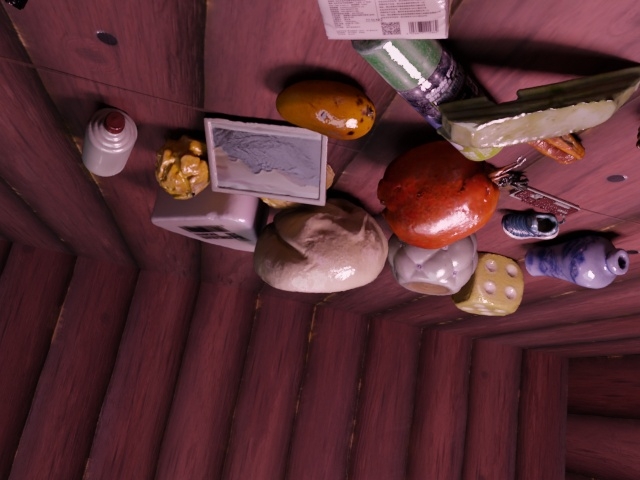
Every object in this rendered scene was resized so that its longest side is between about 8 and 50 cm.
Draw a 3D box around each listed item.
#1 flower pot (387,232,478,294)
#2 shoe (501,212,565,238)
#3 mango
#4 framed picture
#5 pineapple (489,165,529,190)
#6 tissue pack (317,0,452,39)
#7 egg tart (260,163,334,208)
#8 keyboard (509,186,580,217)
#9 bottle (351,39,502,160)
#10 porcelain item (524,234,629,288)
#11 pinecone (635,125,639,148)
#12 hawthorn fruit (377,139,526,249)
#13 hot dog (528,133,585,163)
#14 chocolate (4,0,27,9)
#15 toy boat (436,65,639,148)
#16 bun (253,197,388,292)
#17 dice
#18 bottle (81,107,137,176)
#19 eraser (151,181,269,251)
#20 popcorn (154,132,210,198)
[{"bbox_3d":[0.301,0.037,1.435,0.246,0.195,0.246,9,164,3],"label":"flower pot"},{"bbox_3d":[0.513,-0.039,1.292,0.142,0.064,0.071,6,164,3],"label":"shoe"},{"bbox_3d":[0.007,-0.230,0.924,0.178,0.090,0.115,17,171,4],"label":"mango"},{"bbox_3d":[-0.116,-0.170,1.143,0.265,0.018,0.192,8,131,8],"label":"framed picture"},{"bbox_3d":[0.376,-0.122,1.114,0.124,0.058,0.058,12,163,-7],"label":"pineapple"},{"bbox_3d":[0.077,-0.302,0.615,0.148,0.099,0.106,6,161,15],"label":"tissue pack"},{"bbox_3d":[-0.084,-0.143,1.258,0.231,0.099,0.252,6,160,1],"label":"egg tart"},{"bbox_3d":[0.511,-0.087,1.214,0.165,0.017,0.055,17,162,-20],"label":"keyboard"},{"bbox_3d":[0.177,-0.231,0.804,0.093,0.093,0.330,-5,157,42],"label":"bottle"},{"bbox_3d":[0.672,0.056,1.405,0.141,0.141,0.259,18,169,-26],"label":"porcelain item"},{"bbox_3d":[0.547,-0.159,0.834,0.102,0.102,0.109,5,173,16],"label":"pinecone"},{"bbox_3d":[0.251,-0.099,1.031,0.299,0.211,0.211,-18,151,29],"label":"hawthorn fruit"},{"bbox_3d":[0.418,-0.175,0.944,0.144,0.038,0.062,17,159,-30],"label":"hot dog"},{"bbox_3d":[-0.489,-0.384,0.749,0.147,0.070,0.072,15,135,-17],"label":"chocolate"},{"bbox_3d":[0.319,-0.188,0.765,0.292,0.055,0.093,-11,151,4],"label":"toy boat"},{"bbox_3d":[0.000,0.000,1.391,0.364,0.220,0.365,1,-167,0],"label":"bun"},{"bbox_3d":[0.527,0.142,1.697,0.169,0.166,0.169,14,163,-12],"label":"dice"},{"bbox_3d":[-0.472,-0.224,1.189,0.104,0.104,0.245,18,161,-24],"label":"bottle"},{"bbox_3d":[-0.261,-0.087,1.440,0.331,0.150,0.331,8,162,3],"label":"eraser"},{"bbox_3d":[-0.309,-0.170,1.226,0.148,0.152,0.167,-22,166,-49],"label":"popcorn"}]
